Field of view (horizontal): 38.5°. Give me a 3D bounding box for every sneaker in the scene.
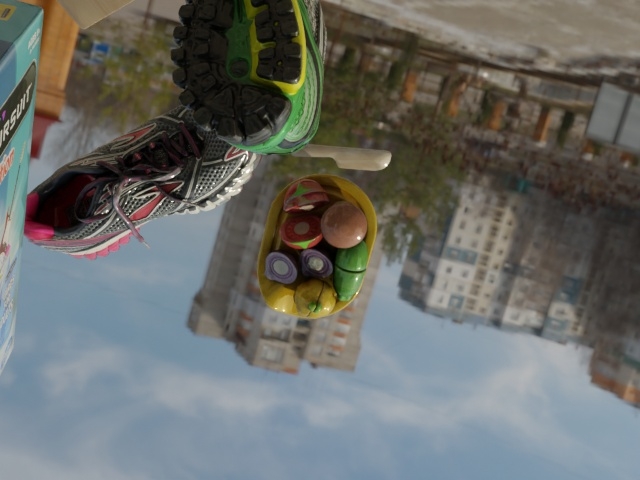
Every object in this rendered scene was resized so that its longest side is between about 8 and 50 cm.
[{"bbox_3d":[-0.193,-0.068,1.007,0.121,0.299,0.112,61,-169,13],"label":"sneaker"},{"bbox_3d":[-0.066,-0.234,0.789,0.134,0.343,0.146,-4,169,12],"label":"sneaker"}]

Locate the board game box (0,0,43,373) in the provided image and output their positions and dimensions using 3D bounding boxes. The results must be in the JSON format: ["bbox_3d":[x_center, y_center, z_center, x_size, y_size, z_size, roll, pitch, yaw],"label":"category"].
[{"bbox_3d":[-0.279,0.026,0.647,0.079,0.336,0.254,13,-147,-7],"label":"board game box"}]

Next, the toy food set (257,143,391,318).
[{"bbox_3d":[0.000,0.000,1.029,0.128,0.218,0.071,12,-161,-5],"label":"toy food set"}]

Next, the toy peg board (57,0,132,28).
[{"bbox_3d":[-0.219,-0.313,0.883,0.160,0.079,0.161,-14,126,42],"label":"toy peg board"}]
